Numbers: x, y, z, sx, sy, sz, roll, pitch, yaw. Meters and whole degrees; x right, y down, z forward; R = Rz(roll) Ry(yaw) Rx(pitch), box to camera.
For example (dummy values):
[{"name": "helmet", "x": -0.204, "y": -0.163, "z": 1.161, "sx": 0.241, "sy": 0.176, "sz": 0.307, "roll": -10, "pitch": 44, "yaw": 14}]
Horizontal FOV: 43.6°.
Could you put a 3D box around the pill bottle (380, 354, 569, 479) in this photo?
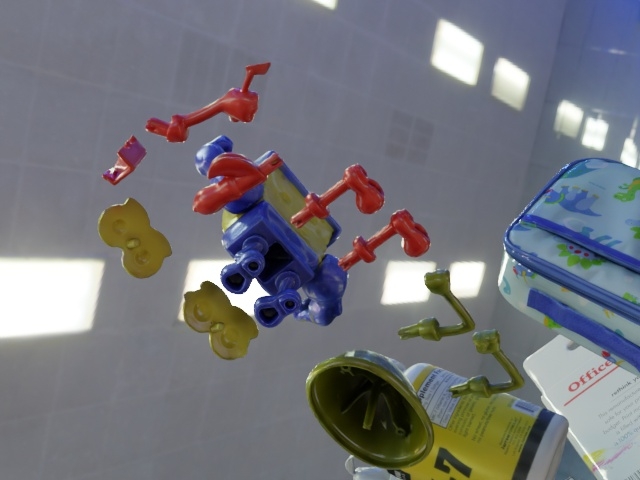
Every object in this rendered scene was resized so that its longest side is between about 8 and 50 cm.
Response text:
[{"name": "pill bottle", "x": 0.128, "y": 0.194, "z": 0.800, "sx": 0.119, "sy": 0.208, "sz": 0.119, "roll": -44, "pitch": -37, "yaw": -46}]

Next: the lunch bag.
[{"name": "lunch bag", "x": 0.272, "y": 0.026, "z": 0.674, "sx": 0.176, "sy": 0.219, "sz": 0.090, "roll": -37, "pitch": -39, "yaw": -29}]

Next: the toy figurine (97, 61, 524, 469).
[{"name": "toy figurine", "x": 0.000, "y": 0.000, "z": 0.710, "sx": 0.362, "sy": 0.191, "sz": 0.217, "roll": 46, "pitch": -162, "yaw": -17}]

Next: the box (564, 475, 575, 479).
[{"name": "box", "x": 0.577, "y": 0.602, "z": 1.677, "sx": 0.045, "sy": 0.191, "sz": 0.184, "roll": -34, "pitch": -35, "yaw": -6}]

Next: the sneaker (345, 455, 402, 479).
[{"name": "sneaker", "x": 0.122, "y": 0.397, "z": 0.920, "sx": 0.137, "sy": 0.210, "sz": 0.366, "roll": -90, "pitch": 1, "yaw": -81}]

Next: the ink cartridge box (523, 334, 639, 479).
[{"name": "ink cartridge box", "x": 0.404, "y": 0.215, "z": 0.929, "sx": 0.207, "sy": 0.353, "sz": 0.119, "roll": -38, "pitch": -64, "yaw": 8}]
